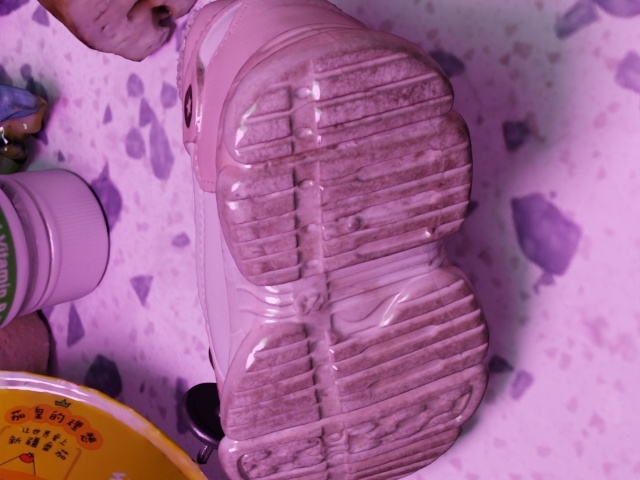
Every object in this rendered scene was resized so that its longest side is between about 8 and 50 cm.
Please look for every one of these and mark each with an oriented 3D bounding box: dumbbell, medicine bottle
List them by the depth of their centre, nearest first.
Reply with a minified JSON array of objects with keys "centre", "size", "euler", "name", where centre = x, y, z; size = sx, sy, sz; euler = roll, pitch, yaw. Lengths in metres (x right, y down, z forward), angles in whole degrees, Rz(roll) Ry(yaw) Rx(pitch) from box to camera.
[{"centre":[-0.060,0.110,0.867],"size":[0.069,0.069,0.147],"euler":[43,122,24],"name":"dumbbell"},{"centre":[-0.290,0.014,0.920],"size":[0.139,0.237,0.139],"euler":[7,102,37],"name":"medicine bottle"}]

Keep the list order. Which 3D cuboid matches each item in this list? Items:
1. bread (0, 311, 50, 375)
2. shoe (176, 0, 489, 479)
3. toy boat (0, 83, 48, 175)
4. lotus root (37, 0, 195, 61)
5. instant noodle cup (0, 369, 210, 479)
[{"centre":[-0.328,0.119,1.035],"size":[0.148,0.141,0.134],"euler":[-32,83,39],"name":"bread"},{"centre":[0.003,0.000,0.749],"size":[0.198,0.172,0.351],"euler":[-115,22,-51],"name":"shoe"},{"centre":[-0.334,-0.054,1.023],"size":[0.276,0.111,0.084],"euler":[-49,64,35],"name":"toy boat"},{"centre":[-0.149,-0.242,0.840],"size":[0.119,0.138,0.235],"euler":[55,132,28],"name":"lotus root"},{"centre":[-0.243,0.294,0.855],"size":[0.325,0.254,0.326],"euler":[6,117,12],"name":"instant noodle cup"}]
